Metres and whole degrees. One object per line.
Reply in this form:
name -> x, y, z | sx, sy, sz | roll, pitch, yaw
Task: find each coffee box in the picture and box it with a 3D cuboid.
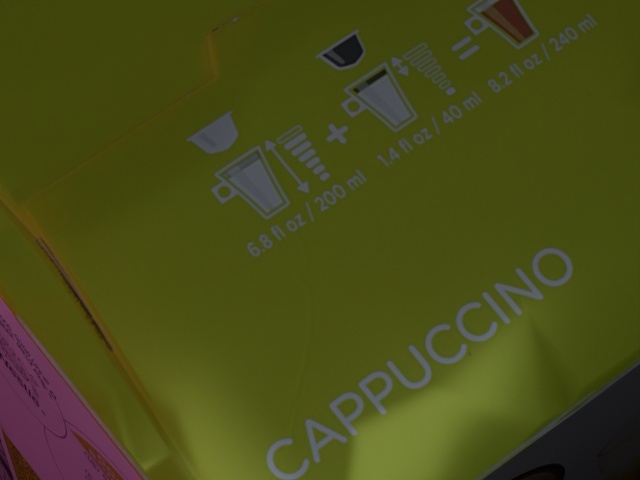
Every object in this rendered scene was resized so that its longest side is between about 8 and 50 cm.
coffee box -> 0.000, 0.000, 0.918 | 0.337, 0.334, 0.338 | -34, 72, -18
